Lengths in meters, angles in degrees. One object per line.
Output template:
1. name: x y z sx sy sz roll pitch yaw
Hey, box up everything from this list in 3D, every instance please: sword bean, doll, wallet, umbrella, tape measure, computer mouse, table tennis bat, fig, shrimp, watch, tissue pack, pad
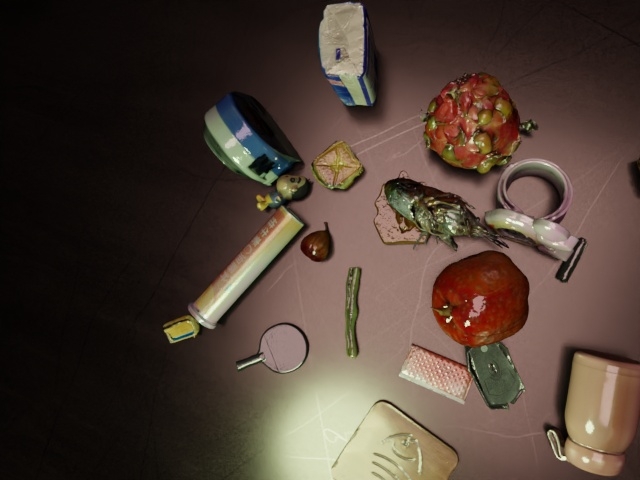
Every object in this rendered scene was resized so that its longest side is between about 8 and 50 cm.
1. sword bean: 0.094 0.213 1.674 0.043 0.038 0.270 -1 87 37
2. doll: -0.114 -0.150 1.717 0.179 0.102 0.089 -22 126 7
3. wallet: 0.333 0.379 1.621 0.196 0.020 0.103 21 92 13
4. umbrella: 0.688 0.053 1.555 0.036 0.031 0.133 29 92 10
5. tape measure: -0.216 -0.298 1.665 0.138 0.262 0.259 -40 79 18
6. computer mouse: 0.471 0.360 1.569 0.126 0.071 0.231 -29 92 -5
7. table tennis bat: -0.149 0.342 1.725 0.236 0.027 0.150 -23 83 9
8. fig: 0.000 0.000 1.690 0.088 0.089 0.125 32 73 12
9. shrimp: 0.329 -0.048 1.564 0.372 0.137 0.172 39 130 22
10. watch: 0.585 -0.098 1.514 0.248 0.211 0.218 23 83 21
11. tissue pack: 0.082 -0.510 1.595 0.137 0.269 0.210 -3 87 11
12. pad: 0.211 0.647 1.633 0.286 0.018 0.284 34 95 11

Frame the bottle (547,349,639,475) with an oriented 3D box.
1. bottle: 0.710 0.441 1.470 0.206 0.173 0.297 9 91 44

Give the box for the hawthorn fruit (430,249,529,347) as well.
1. hawthorn fruit: 0.421 0.155 1.494 0.258 0.258 0.262 37 72 12

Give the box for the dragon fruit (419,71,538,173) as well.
1. dragon fruit: 0.410 -0.309 1.504 0.269 0.291 0.250 40 90 10

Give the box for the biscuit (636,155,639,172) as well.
1. biscuit: 1.033 -0.206 1.473 0.387 0.073 0.108 -12 83 11

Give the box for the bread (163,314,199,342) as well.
1. bread: -0.434 0.274 1.779 0.105 0.053 0.072 -20 106 13

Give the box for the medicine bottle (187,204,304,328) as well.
1. medicine bottle: -0.223 0.076 1.719 0.108 0.108 0.426 43 94 11

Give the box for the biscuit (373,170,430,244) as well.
1. biscuit: 0.245 -0.096 1.656 0.182 0.034 0.216 -1 85 8

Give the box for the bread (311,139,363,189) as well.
1. bread: 0.050 -0.215 1.689 0.140 0.069 0.128 -41 81 4
